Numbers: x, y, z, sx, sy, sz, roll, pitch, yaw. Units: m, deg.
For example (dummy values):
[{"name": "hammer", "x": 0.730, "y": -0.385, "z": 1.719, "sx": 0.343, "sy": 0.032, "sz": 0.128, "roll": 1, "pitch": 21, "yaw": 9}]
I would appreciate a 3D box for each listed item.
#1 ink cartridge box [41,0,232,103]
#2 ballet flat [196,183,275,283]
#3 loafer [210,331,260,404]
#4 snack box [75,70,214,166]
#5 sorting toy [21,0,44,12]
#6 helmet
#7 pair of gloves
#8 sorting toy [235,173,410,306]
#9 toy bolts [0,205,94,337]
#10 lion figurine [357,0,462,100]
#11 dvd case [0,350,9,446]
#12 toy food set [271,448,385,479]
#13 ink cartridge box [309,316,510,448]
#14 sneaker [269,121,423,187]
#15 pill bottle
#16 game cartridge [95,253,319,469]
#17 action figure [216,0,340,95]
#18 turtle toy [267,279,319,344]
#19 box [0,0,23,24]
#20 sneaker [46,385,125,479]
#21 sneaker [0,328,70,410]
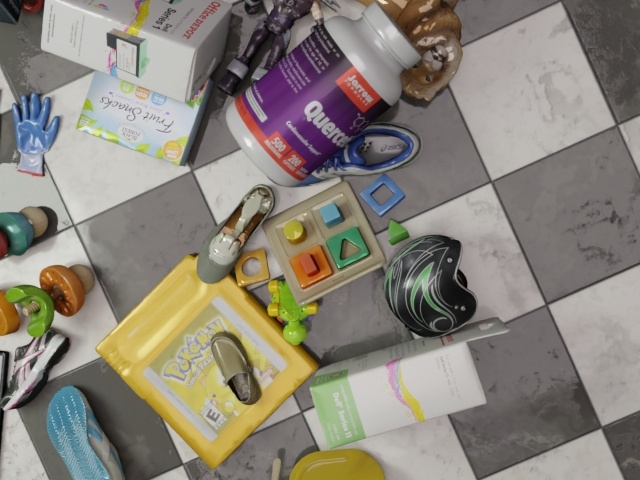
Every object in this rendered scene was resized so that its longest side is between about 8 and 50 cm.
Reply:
[{"name": "ink cartridge box", "x": -0.319, "y": -0.378, "z": 1.827, "sx": 0.278, "sy": 0.201, "sz": 0.117, "roll": 21, "pitch": 129, "yaw": 3}, {"name": "ballet flat", "x": -0.157, "y": -0.017, "z": 1.886, "sx": 0.072, "sy": 0.068, "sz": 0.213, "roll": 35, "pitch": 79, "yaw": 1}, {"name": "loafer", "x": -0.154, "y": 0.234, "z": 1.883, "sx": 0.056, "sy": 0.050, "sz": 0.148, "roll": -31, "pitch": 89, "yaw": 4}, {"name": "snack box", "x": -0.322, "y": -0.250, "z": 1.909, "sx": 0.207, "sy": 0.070, "sz": 0.175, "roll": 21, "pitch": 93, "yaw": 3}, {"name": "sorting toy", "x": -0.533, "y": -0.473, "z": 1.932, "sx": 0.061, "sy": 0.042, "sz": 0.102, "roll": 32, "pitch": 82, "yaw": -14}, {"name": "helmet", "x": 0.195, "y": 0.075, "z": 1.847, "sx": 0.169, "sy": 0.169, "sz": 0.162, "roll": -32, "pitch": 106, "yaw": 4}, {"name": "pair of gloves", "x": -0.595, "y": -0.207, "z": 1.952, "sx": 0.198, "sy": 0.023, "sz": 0.159, "roll": 9, "pitch": 93, "yaw": 2}, {"name": "sorting toy", "x": 0.000, "y": 0.000, "z": 1.872, "sx": 0.347, "sy": 0.047, "sz": 0.196, "roll": -27, "pitch": 64, "yaw": 4}, {"name": "toy bolts", "x": -0.552, "y": 0.052, "z": 1.932, "sx": 0.218, "sy": 0.158, "sz": 0.229, "roll": -17, "pitch": 104, "yaw": 44}, {"name": "lion figurine", "x": 0.124, "y": -0.449, "z": 1.857, "sx": 0.392, "sy": 0.142, "sz": 0.240, "roll": 44, "pitch": 102, "yaw": 15}, {"name": "dvd case", "x": -0.698, "y": 0.327, "z": 1.983, "sx": 0.180, "sy": 0.022, "sz": 0.253, "roll": 6, "pitch": 93, "yaw": 3}, {"name": "toy food set", "x": 0.012, "y": 0.461, "z": 1.929, "sx": 0.217, "sy": 0.071, "sz": 0.128, "roll": -4, "pitch": 68, "yaw": 2}, {"name": "ink cartridge box", "x": 0.171, "y": 0.247, "z": 1.832, "sx": 0.353, "sy": 0.207, "sz": 0.119, "roll": -17, "pitch": 91, "yaw": 5}, {"name": "sneaker", "x": 0.036, "y": -0.164, "z": 1.862, "sx": 0.296, "sy": 0.131, "sz": 0.112, "roll": -11, "pitch": 94, "yaw": 5}, {"name": "pill bottle", "x": 0.009, "y": -0.250, "z": 1.747, "sx": 0.323, "sy": 0.181, "sz": 0.181, "roll": -39, "pitch": 90, "yaw": 13}, {"name": "game cartridge", "x": -0.213, "y": 0.218, "z": 1.934, "sx": 0.323, "sy": 0.053, "sz": 0.285, "roll": 45, "pitch": 94, "yaw": 0}, {"name": "action figure", "x": -0.083, "y": -0.382, "z": 1.880, "sx": 0.185, "sy": 0.099, "sz": 0.285, "roll": 30, "pitch": 90, "yaw": 9}, {"name": "turtle toy", "x": -0.048, "y": 0.127, "z": 1.902, "sx": 0.095, "sy": 0.066, "sz": 0.130, "roll": -3, "pitch": 59, "yaw": 4}, {"name": "box", "x": -0.645, "y": -0.617, "z": 1.798, "sx": 0.293, "sy": 0.212, "sz": 0.396, "roll": 13, "pitch": 86, "yaw": -4}, {"name": "sneaker", "x": -0.440, "y": 0.382, "z": 1.941, "sx": 0.087, "sy": 0.092, "sz": 0.229, "roll": -28, "pitch": 71, "yaw": 7}, {"name": "sneaker", "x": -0.552, "y": 0.238, "z": 1.956, "sx": 0.077, "sy": 0.072, "sz": 0.178, "roll": 36, "pitch": 86, "yaw": 13}]
